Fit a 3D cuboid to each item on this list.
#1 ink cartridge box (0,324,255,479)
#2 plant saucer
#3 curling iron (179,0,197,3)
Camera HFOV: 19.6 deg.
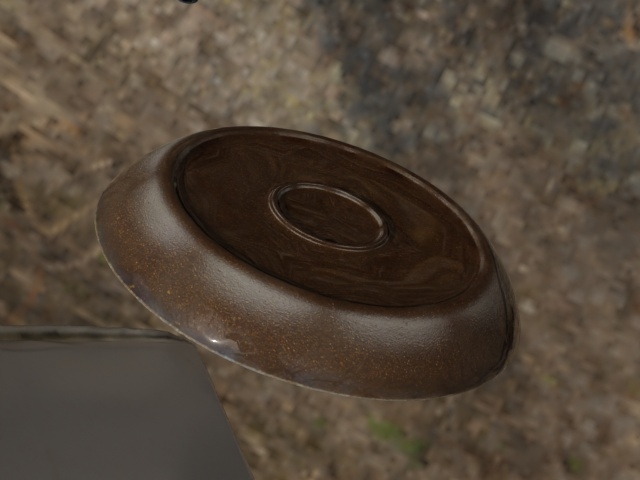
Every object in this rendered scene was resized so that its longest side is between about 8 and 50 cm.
[{"bbox_3d":[-0.156,0.236,0.457,0.395,0.285,0.166,-36,160,28],"label":"ink cartridge box"},{"bbox_3d":[0.000,0.000,1.286,0.310,0.310,0.050,24,119,7],"label":"plant saucer"},{"bbox_3d":[-0.078,-0.264,1.089,0.035,0.274,0.068,-2,161,10],"label":"curling iron"}]
